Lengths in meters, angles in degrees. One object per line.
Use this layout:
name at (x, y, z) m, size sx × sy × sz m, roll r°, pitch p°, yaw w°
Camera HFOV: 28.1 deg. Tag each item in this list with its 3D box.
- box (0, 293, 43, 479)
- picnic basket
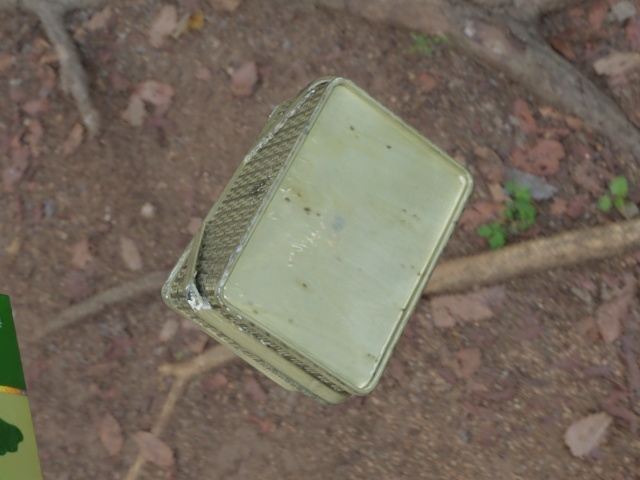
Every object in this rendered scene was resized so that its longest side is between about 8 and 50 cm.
box at (-0.258, 0.132, 0.887) m, size 0.034 × 0.132 × 0.235 m, roll -37°, pitch 55°, yaw 29°
picnic basket at (0.000, 0.000, 0.726) m, size 0.164 × 0.115 × 0.079 m, roll -60°, pitch 20°, yaw -19°
